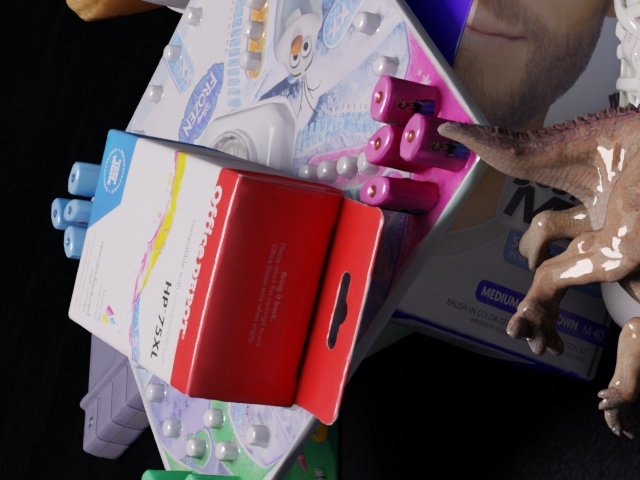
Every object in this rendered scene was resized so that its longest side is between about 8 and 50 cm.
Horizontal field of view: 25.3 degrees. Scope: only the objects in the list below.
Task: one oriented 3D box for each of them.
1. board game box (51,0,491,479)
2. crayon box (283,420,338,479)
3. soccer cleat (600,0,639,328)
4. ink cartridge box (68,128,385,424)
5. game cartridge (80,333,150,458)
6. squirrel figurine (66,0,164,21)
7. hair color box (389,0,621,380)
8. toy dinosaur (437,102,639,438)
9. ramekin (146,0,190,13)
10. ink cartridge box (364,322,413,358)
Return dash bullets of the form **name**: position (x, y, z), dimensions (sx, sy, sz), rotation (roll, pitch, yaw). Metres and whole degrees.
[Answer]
- **board game box**: position (-0.068, -0.038, 1.011), dimensions (0.390, 0.050, 0.390), rotation (-59, 38, 29)
- **crayon box**: position (-0.061, 0.271, 1.207), dimensions (0.165, 0.081, 0.278), rotation (-42, 37, 43)
- **soccer cleat**: position (0.221, -0.108, 0.877), dimensions (0.116, 0.143, 0.331), rotation (24, 93, 64)
- **ink cartridge box**: position (-0.065, 0.017, 0.871), dimensions (0.231, 0.078, 0.134), rotation (21, 99, 56)
- **game cartridge**: position (-0.204, 0.049, 1.667), dimensions (0.230, 0.068, 0.355), rotation (-51, 31, 40)
- **squirrel figurine**: position (-0.004, -0.342, 1.312), dimensions (0.370, 0.281, 0.397), rotation (-3, 64, 66)
- **hair color box**: position (0.138, -0.093, 0.979), dimensions (0.110, 0.185, 0.338), rotation (3, 75, 62)
- **toy dinosaur**: position (0.213, -0.001, 0.752), dimensions (0.296, 0.127, 0.200), rotation (45, 116, 14)
- **ramekin**: position (-0.126, -0.292, 1.169), dimensions (0.207, 0.109, 0.207), rotation (2, 93, 46)
- **ink cartridge box**: position (0.000, 0.000, 1.145), dimensions (0.283, 0.207, 0.117), rotation (-35, 46, 48)
